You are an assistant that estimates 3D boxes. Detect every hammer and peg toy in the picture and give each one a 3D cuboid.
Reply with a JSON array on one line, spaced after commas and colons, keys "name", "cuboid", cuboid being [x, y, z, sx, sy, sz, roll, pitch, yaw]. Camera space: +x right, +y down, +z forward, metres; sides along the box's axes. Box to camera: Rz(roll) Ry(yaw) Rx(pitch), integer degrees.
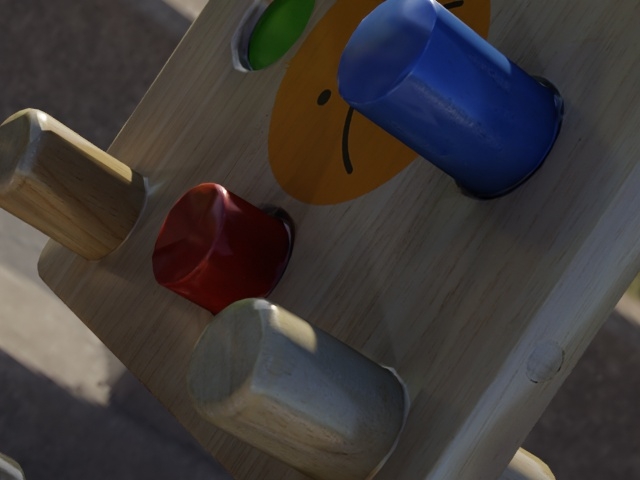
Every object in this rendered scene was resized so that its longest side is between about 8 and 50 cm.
[{"name": "hammer and peg toy", "cuboid": [0.000, 0.000, 0.550, 0.127, 0.361, 0.266, 34, 0, -35]}]
